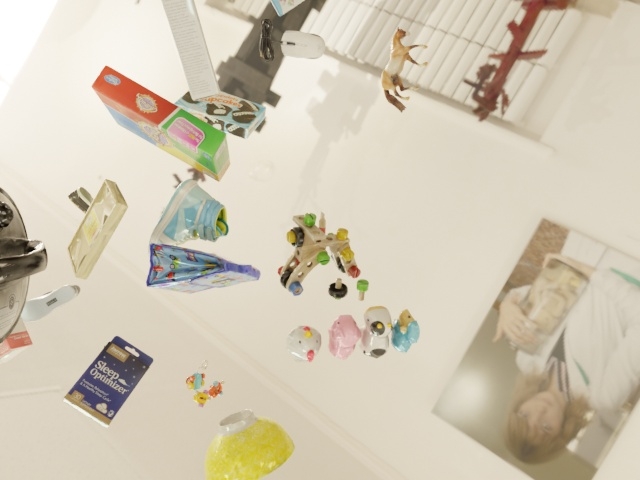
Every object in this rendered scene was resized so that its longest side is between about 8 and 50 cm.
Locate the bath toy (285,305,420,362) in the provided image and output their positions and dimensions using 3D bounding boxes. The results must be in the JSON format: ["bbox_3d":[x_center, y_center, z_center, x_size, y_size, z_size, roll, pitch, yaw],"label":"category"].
[{"bbox_3d":[0.083,0.260,1.412,0.349,0.151,0.129,-5,-170,-14],"label":"bath toy"}]

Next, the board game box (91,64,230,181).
[{"bbox_3d":[-0.380,-0.278,1.308,0.317,0.064,0.242,30,169,-2],"label":"board game box"}]

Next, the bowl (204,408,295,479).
[{"bbox_3d":[-0.239,0.623,1.636,0.289,0.290,0.156,-33,-75,-86],"label":"bowl"}]

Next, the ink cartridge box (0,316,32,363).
[{"bbox_3d":[-0.816,0.201,1.312,0.198,0.115,0.067,62,-162,8],"label":"ink cartridge box"}]

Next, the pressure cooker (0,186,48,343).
[{"bbox_3d":[-0.785,0.051,1.041,0.421,0.375,0.369,-1,-132,-5],"label":"pressure cooker"}]

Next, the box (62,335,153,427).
[{"bbox_3d":[-0.569,0.374,1.437,0.136,0.036,0.225,35,-134,-8],"label":"box"}]

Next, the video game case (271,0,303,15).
[{"bbox_3d":[-0.071,-0.702,1.411,0.119,0.166,0.015,56,179,-32],"label":"video game case"}]

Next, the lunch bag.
[{"bbox_3d":[-0.338,0.086,1.605,0.293,0.138,0.221,-3,168,20],"label":"lunch bag"}]

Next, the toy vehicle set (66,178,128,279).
[{"bbox_3d":[-0.670,-0.036,1.570,0.035,0.266,0.166,23,-163,-43],"label":"toy vehicle set"}]

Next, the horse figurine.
[{"bbox_3d":[0.271,-0.576,1.784,0.066,0.263,0.174,-6,-149,-43],"label":"horse figurine"}]

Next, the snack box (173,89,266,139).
[{"bbox_3d":[-0.406,-0.529,2.142,0.322,0.060,0.187,20,-135,6],"label":"snack box"}]

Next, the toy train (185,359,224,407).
[{"bbox_3d":[-0.389,0.477,1.746,0.046,0.125,0.166,5,130,31],"label":"toy train"}]

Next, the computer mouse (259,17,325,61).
[{"bbox_3d":[-0.068,-0.527,1.406,0.193,0.106,0.042,-4,-159,-25],"label":"computer mouse"}]

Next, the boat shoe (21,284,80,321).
[{"bbox_3d":[-0.959,0.216,1.868,0.080,0.229,0.076,60,-178,-4],"label":"boat shoe"}]

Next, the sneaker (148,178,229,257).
[{"bbox_3d":[-0.424,-0.020,1.728,0.208,0.319,0.127,33,-158,2],"label":"sneaker"}]

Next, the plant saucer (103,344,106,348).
[{"bbox_3d":[-0.709,0.389,1.799,0.083,0.015,0.083,35,177,2],"label":"plant saucer"}]

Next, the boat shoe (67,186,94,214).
[{"bbox_3d":[-0.988,-0.130,2.272,0.227,0.069,0.081,60,-174,-36],"label":"boat shoe"}]

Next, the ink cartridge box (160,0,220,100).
[{"bbox_3d":[-0.297,-0.497,1.085,0.324,0.072,0.330,-117,12,-54],"label":"ink cartridge box"}]

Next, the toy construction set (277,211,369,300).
[{"bbox_3d":[0.000,0.000,1.566,0.258,0.237,0.308,-1,-150,-5],"label":"toy construction set"}]
